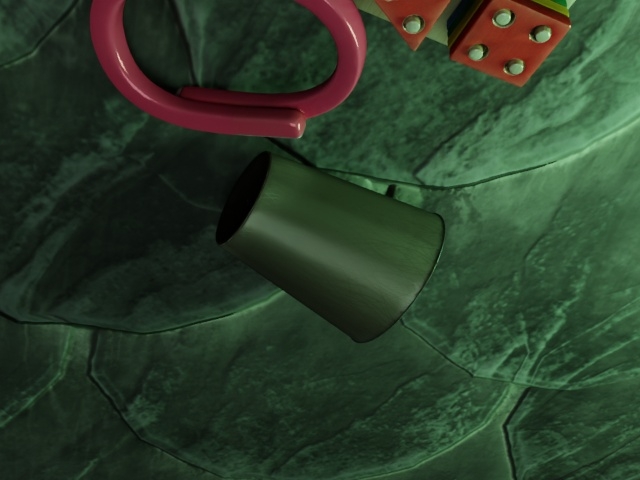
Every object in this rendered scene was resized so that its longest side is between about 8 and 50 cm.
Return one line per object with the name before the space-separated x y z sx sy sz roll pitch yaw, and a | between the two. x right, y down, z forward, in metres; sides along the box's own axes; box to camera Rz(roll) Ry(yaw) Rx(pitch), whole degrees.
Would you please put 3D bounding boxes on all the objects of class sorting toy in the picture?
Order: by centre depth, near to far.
sorting toy | 0.156 -0.280 0.862 0.256 0.089 0.257 18 139 -17

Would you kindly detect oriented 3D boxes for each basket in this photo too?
basket | 0.000 0.000 1.091 0.227 0.154 0.204 27 122 -19

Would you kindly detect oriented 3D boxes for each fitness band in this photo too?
fitness band | -0.097 -0.207 0.934 0.291 0.054 0.209 6 135 12
